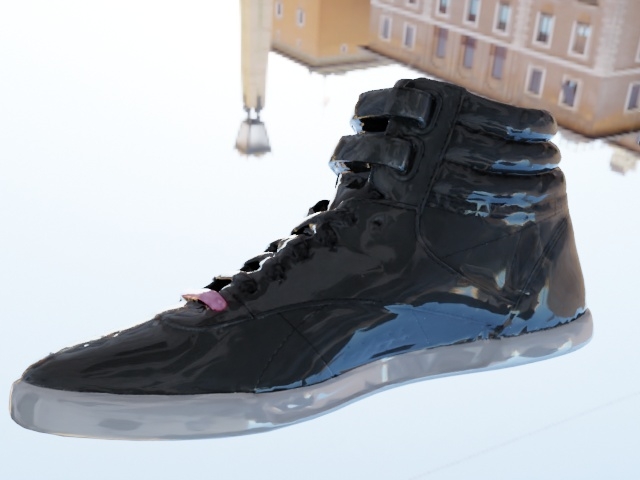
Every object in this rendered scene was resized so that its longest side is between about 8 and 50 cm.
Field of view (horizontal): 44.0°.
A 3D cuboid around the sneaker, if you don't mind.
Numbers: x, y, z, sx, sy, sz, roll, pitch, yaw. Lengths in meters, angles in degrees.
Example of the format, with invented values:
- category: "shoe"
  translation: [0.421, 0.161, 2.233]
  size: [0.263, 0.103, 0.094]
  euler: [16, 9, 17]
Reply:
- category: "sneaker"
  translation: [0.000, 0.000, 0.380]
  size: [0.296, 0.146, 0.105]
  euler: [-9, -173, -23]

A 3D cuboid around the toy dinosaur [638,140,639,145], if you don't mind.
- category: "toy dinosaur"
  translation: [0.088, -0.052, 0.122]
  size: [0.183, 0.092, 0.053]
  euler: [38, -116, 25]
